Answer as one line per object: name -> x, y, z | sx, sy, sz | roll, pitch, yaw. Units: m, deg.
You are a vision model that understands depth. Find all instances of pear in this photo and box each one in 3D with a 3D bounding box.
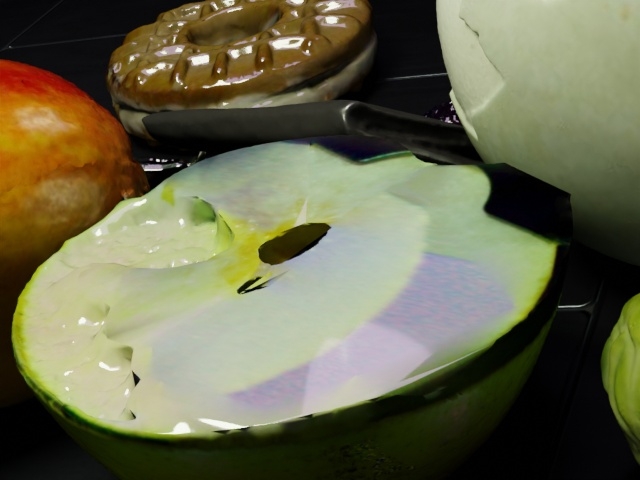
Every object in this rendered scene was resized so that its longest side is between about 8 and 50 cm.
pear -> -0.014, 0.083, 1.041 | 0.398, 0.165, 0.399 | -10, 28, 5

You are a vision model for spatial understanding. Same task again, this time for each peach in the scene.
peach -> -0.327, 0.004, 1.224 | 0.372, 0.290, 0.373 | -10, 19, 3

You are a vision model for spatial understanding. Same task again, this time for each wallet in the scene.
wallet -> -0.002, -0.091, 1.361 | 0.197, 0.051, 0.377 | 10, -1, -34

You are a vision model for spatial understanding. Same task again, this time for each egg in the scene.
egg -> 0.235, -0.144, 1.156 | 0.278, 0.278, 0.336 | -35, 76, -34

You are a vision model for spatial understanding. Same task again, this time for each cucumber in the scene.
cucumber -> -0.198, -0.070, 1.587 | 0.163, 0.043, 0.039 | -3, -13, 18

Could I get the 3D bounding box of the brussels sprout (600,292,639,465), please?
brussels sprout -> 0.277, 0.082, 0.900 | 0.223, 0.161, 0.223 | -18, 28, 10

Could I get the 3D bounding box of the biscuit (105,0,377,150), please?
biscuit -> -0.091, -0.210, 1.723 | 0.332, 0.103, 0.332 | -11, 27, 6

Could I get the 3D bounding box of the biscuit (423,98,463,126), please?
biscuit -> 0.176, -0.102, 1.430 | 0.194, 0.053, 0.194 | -11, 27, 6
